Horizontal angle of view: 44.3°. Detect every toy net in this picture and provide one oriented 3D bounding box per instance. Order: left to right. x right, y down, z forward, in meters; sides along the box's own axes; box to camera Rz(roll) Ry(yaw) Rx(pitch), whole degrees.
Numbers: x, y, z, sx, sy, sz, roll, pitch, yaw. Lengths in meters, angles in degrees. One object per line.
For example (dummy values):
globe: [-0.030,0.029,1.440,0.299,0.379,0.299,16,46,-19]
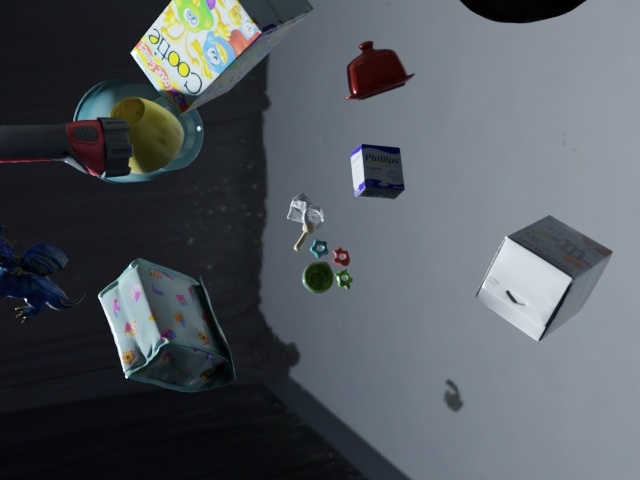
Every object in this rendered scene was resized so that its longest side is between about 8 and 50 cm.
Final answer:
toy net: [0.000,0.000,1.732,0.045,0.122,0.232,132,126,-72]

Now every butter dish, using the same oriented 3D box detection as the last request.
butter dish: [0.115,-0.377,1.719,0.160,0.160,0.118,-84,-24,-80]

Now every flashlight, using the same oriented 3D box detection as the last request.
flashlight: [-0.456,-0.143,1.242,0.103,0.304,0.103,34,126,58]

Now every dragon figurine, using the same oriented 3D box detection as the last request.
dragon figurine: [-0.457,0.062,1.266,0.144,0.289,0.085,-27,56,24]

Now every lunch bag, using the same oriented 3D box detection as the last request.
lunch bag: [-0.288,0.181,1.607,0.160,0.262,0.223,-41,54,18]

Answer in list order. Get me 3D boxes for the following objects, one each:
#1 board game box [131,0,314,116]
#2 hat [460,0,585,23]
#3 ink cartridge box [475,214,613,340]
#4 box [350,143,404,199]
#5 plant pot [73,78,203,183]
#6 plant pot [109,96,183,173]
board game box: [-0.170,-0.348,1.311,0.275,0.142,0.144,-31,96,47]
hat: [0.297,-0.490,1.134,0.331,0.134,0.331,2,98,16]
ink cartridge box: [0.363,0.057,1.277,0.128,0.176,0.127,35,123,26]
box: [0.161,-0.193,2.217,0.072,0.126,0.137,135,134,-60]
plant pot: [-0.437,-0.273,1.979,0.255,0.271,0.272,8,103,46]
plant pot: [-0.324,-0.200,1.401,0.134,0.134,0.095,62,179,29]
